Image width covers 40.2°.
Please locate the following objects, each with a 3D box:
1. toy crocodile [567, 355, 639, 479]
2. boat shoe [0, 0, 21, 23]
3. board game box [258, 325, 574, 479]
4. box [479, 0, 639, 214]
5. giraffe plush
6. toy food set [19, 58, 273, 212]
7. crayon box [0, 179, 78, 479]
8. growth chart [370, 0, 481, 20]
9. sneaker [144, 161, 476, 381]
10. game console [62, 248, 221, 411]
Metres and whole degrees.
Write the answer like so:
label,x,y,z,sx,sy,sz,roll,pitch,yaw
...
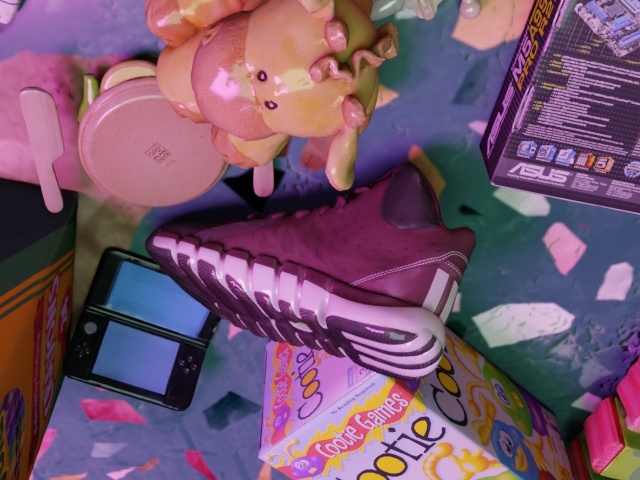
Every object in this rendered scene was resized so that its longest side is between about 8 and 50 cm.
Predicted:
label,x,y,z,sx,sy,sz,roll,pitch,yaw
toy crocodile,0.300,0.184,0.824,0.105,0.115,0.341,17,124,-10
boat shoe,-0.264,-0.185,0.621,0.100,0.035,0.035,22,121,-22
board game box,0.094,0.177,0.806,0.275,0.144,0.142,38,117,-24
box,0.281,-0.118,0.643,0.269,0.060,0.216,10,124,-7
giraffe plush,-0.017,-0.115,0.549,0.210,0.170,0.181,-34,117,19
toy food set,-0.130,-0.084,0.694,0.191,0.039,0.132,-4,131,-10
crayon box,-0.262,0.123,0.666,0.081,0.319,0.202,10,126,-6
growth chart,-0.016,-0.211,0.605,0.237,0.021,0.172,-10,124,8
sneaker,0.000,0.000,0.714,0.281,0.163,0.106,17,154,31
game console,-0.157,0.083,0.790,0.122,0.107,0.071,20,152,-12
